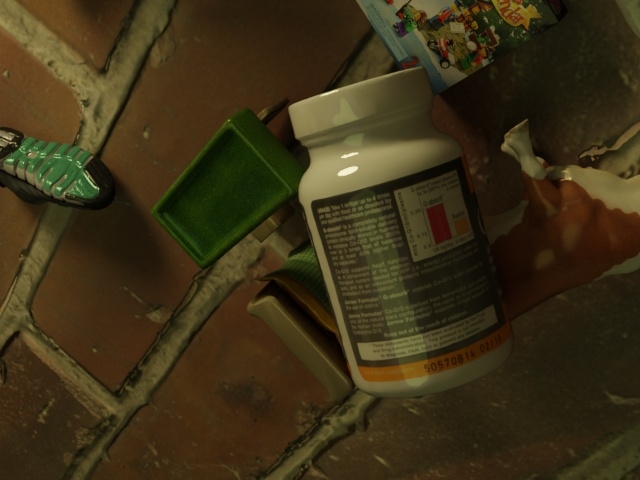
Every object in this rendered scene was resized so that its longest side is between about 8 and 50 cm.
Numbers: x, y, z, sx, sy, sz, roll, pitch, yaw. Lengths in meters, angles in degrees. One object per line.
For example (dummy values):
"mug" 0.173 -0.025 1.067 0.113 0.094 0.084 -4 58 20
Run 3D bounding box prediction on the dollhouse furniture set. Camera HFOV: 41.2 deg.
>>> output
"dollhouse furniture set" 0.000 0.000 0.928 0.301 0.197 0.151 48 120 -3

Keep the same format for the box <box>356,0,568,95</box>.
"box" 0.102 -0.269 0.806 0.159 0.044 0.233 -28 102 37

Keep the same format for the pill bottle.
"pill bottle" 0.071 -0.008 0.791 0.162 0.162 0.278 -11 98 33

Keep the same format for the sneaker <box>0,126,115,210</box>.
"sneaker" -0.365 -0.081 1.165 0.224 0.083 0.098 24 147 20

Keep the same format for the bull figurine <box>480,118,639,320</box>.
"bull figurine" 0.213 -0.011 0.859 0.310 0.101 0.188 -38 88 32

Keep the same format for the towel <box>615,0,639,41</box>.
"towel" 0.346 -0.308 0.644 0.324 0.056 0.312 -29 101 38
